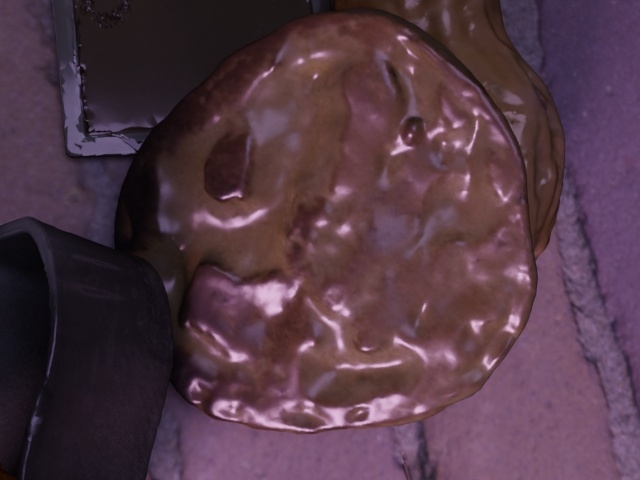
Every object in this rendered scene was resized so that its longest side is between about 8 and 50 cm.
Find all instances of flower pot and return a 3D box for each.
[{"bbox_3d":[-0.164,0.110,0.597,0.108,0.103,0.229,25,65,-55],"label":"flower pot"}]

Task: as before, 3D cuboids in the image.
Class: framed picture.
[{"bbox_3d":[-0.096,-0.198,0.740,0.216,0.016,0.273,-4,81,-19],"label":"framed picture"}]

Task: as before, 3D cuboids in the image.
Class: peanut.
[{"bbox_3d":[0.090,-0.112,0.716,0.149,0.149,0.313,-12,80,-19],"label":"peanut"}]

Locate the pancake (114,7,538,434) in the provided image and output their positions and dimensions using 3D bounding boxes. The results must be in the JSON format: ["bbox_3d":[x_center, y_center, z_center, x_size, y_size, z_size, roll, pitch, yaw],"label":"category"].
[{"bbox_3d":[0.000,0.000,0.651,0.294,0.049,0.294,2,98,12],"label":"pancake"}]

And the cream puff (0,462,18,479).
[{"bbox_3d":[-0.266,0.127,0.440,0.241,0.155,0.269,-24,115,4],"label":"cream puff"}]
